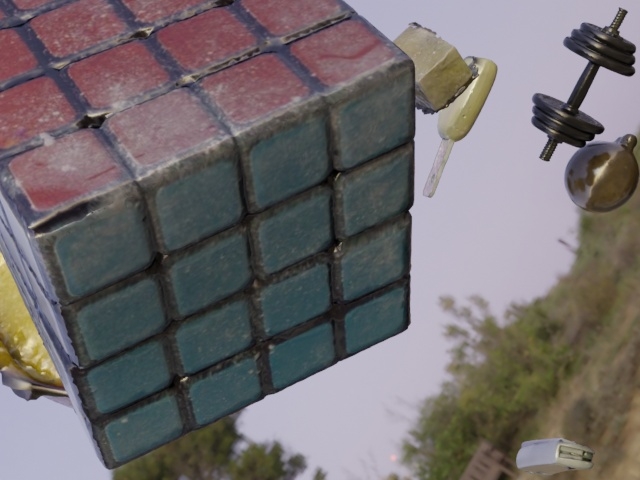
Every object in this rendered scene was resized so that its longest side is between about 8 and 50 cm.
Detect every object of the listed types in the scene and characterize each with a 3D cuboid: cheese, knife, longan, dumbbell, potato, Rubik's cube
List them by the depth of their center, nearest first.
[{"bbox_3d":[-0.135,-0.061,1.007,0.345,0.343,0.337,-25,-40,-16],"label":"Rubik's cube"},{"bbox_3d":[0.122,-0.203,1.270,0.086,0.122,0.061,-46,-57,-2],"label":"potato"},{"bbox_3d":[0.327,-0.193,1.347,0.099,0.099,0.208,-14,-47,-61],"label":"dumbbell"},{"bbox_3d":[0.383,-0.094,1.452,0.119,0.106,0.106,-57,-21,9],"label":"longan"},{"bbox_3d":[0.319,0.294,1.459,0.265,0.073,0.040,86,-160,-76],"label":"knife"},{"bbox_3d":[0.229,-0.195,1.875,0.127,0.050,0.255,-141,72,-74],"label":"cheese"}]

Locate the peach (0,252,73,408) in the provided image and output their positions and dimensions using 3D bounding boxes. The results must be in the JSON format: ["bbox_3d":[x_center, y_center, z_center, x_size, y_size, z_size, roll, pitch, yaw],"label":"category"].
[{"bbox_3d":[-0.268,0.055,1.387,0.353,0.417,0.339,28,-93,-34],"label":"peach"}]
